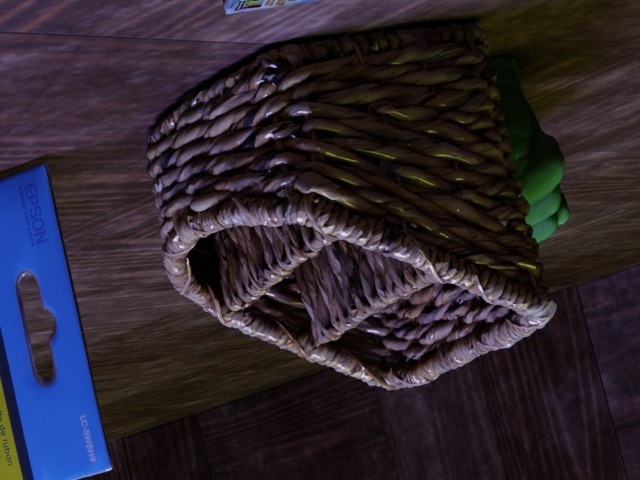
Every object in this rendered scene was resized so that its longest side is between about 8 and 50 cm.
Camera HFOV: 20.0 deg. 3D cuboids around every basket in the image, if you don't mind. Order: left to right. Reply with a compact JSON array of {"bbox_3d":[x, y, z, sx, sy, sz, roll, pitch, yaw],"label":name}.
[{"bbox_3d":[0.000,0.000,1.310,0.213,0.223,0.299,-10,171,-23],"label":"basket"}]

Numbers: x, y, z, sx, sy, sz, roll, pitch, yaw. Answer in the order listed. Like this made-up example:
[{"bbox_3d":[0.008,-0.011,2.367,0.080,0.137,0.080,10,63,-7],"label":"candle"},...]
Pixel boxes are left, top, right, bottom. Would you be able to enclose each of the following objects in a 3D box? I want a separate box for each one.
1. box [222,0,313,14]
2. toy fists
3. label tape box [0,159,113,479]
[{"bbox_3d":[0.002,-0.160,0.960,0.094,0.027,0.137,-10,170,-14],"label":"box"},{"bbox_3d":[0.134,-0.047,1.467,0.096,0.142,0.279,-12,171,-8],"label":"toy fists"},{"bbox_3d":[-0.299,0.102,1.417,0.333,0.241,0.106,-17,170,23],"label":"label tape box"}]
